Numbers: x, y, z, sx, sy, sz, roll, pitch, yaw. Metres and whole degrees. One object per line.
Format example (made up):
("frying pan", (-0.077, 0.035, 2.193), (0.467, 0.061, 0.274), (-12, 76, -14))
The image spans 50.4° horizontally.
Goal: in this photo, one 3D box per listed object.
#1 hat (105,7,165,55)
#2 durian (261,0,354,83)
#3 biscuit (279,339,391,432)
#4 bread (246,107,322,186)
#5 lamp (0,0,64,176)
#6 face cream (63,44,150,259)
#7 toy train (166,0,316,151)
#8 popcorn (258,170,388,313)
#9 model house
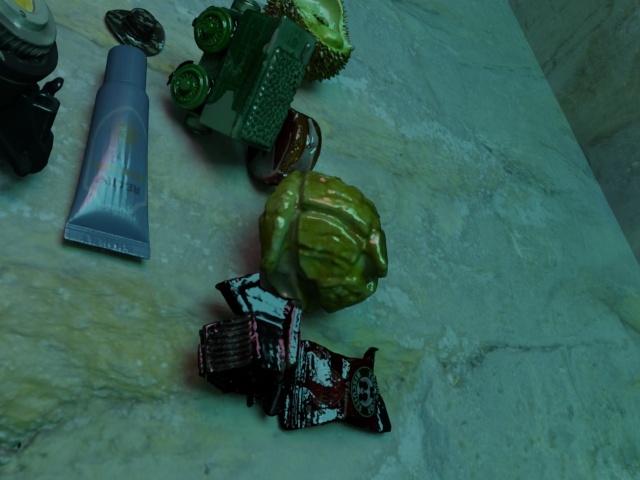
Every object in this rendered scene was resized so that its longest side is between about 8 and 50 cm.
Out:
("hat", (-0.350, -0.416, 1.308), (0.121, 0.050, 0.121), (21, 50, -28))
("durian", (-0.034, -0.471, 1.548), (0.200, 0.176, 0.237), (-3, 69, -55))
("biscuit", (0.034, 0.251, 1.170), (0.235, 0.063, 0.151), (16, 68, -41))
("bread", (-0.071, -0.179, 1.320), (0.073, 0.160, 0.160), (17, 51, -43))
("lamp", (-0.493, -0.260, 0.881), (0.374, 0.272, 0.205), (27, 31, -29))
("face cream", (-0.331, -0.156, 1.116), (0.135, 0.086, 0.385), (17, 56, -34))
("toy train", (-0.150, -0.307, 1.251), (0.202, 0.266, 0.145), (27, 8, 24))
("popcorn", (0.005, -0.001, 1.221), (0.225, 0.276, 0.276), (2, 53, -1))
("model house", (-0.116, 0.150, 1.063), (0.164, 0.141, 0.203), (16, 49, -19))
